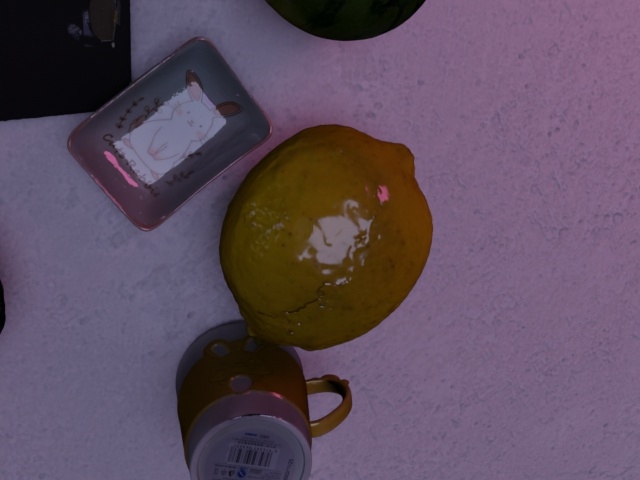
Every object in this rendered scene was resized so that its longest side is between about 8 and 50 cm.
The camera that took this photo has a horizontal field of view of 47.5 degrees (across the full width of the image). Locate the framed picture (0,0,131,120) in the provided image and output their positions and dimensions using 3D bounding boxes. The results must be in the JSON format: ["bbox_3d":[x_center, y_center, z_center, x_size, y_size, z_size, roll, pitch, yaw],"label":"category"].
[{"bbox_3d":[-0.361,-0.226,0.761,0.323,0.013,0.244,-11,137,-24],"label":"framed picture"}]

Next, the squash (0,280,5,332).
[{"bbox_3d":[-0.478,0.083,0.795,0.252,0.165,0.252,-28,140,-27],"label":"squash"}]

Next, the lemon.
[{"bbox_3d":[0.000,0.000,0.900,0.253,0.253,0.310,32,103,-22],"label":"lemon"}]

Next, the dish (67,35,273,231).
[{"bbox_3d":[-0.184,-0.132,0.895,0.212,0.077,0.151,-39,111,-3],"label":"dish"}]

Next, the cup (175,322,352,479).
[{"bbox_3d":[-0.072,0.227,0.953,0.241,0.226,0.185,-10,109,-6],"label":"cup"}]

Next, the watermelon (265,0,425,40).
[{"bbox_3d":[0.026,-0.344,0.808,0.242,0.242,0.242,-5,107,-16],"label":"watermelon"}]
